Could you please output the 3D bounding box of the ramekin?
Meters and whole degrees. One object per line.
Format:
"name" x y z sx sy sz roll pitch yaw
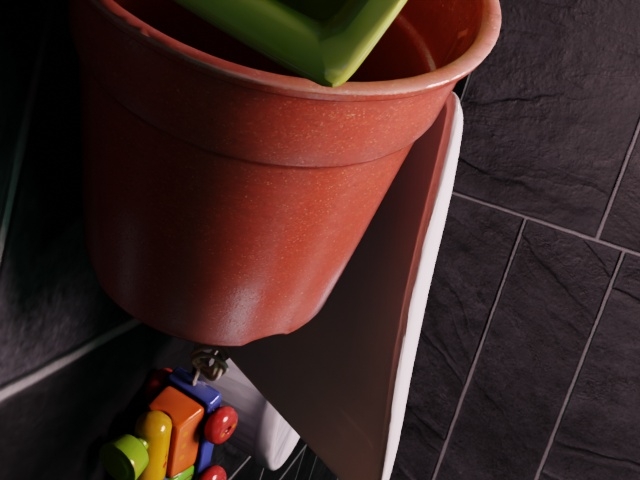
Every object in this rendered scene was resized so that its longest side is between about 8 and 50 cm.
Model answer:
"ramekin" -0.067 0.154 1.233 0.273 0.127 0.273 19 90 -78

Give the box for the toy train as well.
"toy train" -0.164 0.189 0.949 0.143 0.105 0.248 -33 143 -50

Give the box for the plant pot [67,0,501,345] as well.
"plant pot" -0.052 -0.083 0.648 0.272 0.272 0.265 -58 171 -45

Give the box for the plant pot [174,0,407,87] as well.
"plant pot" -0.030 -0.220 0.390 0.228 0.227 0.207 -55 -171 9

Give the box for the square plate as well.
"square plate" 0.000 0.000 0.840 0.049 0.347 0.344 -3 112 -30
